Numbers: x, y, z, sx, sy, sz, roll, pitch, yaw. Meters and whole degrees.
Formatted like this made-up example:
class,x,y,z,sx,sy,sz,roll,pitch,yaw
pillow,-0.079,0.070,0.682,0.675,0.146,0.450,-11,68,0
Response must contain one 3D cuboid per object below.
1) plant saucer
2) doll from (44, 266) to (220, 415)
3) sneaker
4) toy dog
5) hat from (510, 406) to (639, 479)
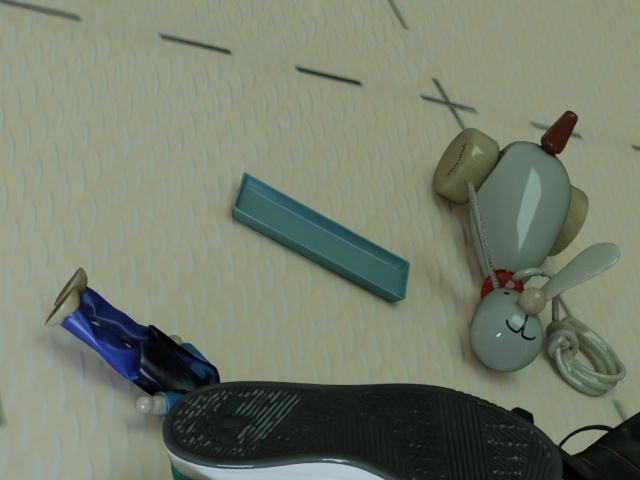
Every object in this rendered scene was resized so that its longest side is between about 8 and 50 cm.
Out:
class,x,y,z,sx,sy,sz,roll,pitch,yaw
plant saucer,0.000,0.000,1.774,0.192,0.018,0.067,28,33,-10
doll,-0.136,0.102,1.490,0.189,0.046,0.129,35,22,-12
sneaker,0.033,0.207,1.376,0.296,0.178,0.123,6,45,11
toy dog,0.223,-0.016,1.862,0.220,0.161,0.333,14,38,-29
hat,0.306,0.216,1.517,0.331,0.134,0.331,49,-1,1
